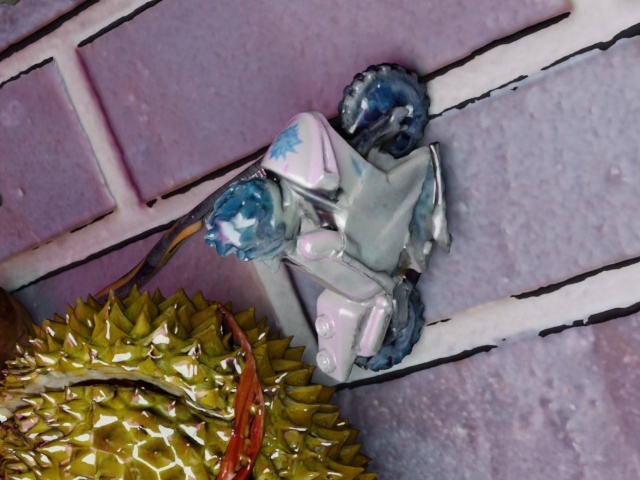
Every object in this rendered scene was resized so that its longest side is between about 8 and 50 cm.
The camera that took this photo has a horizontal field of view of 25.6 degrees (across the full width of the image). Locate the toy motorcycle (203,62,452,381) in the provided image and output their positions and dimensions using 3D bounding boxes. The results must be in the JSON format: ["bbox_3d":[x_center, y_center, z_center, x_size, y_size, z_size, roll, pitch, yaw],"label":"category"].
[{"bbox_3d":[-0.004,-0.001,1.046,0.108,0.204,0.239,0,102,54],"label":"toy motorcycle"}]

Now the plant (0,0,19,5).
[{"bbox_3d":[-0.329,-0.330,1.164,0.213,0.215,0.312,-19,97,37],"label":"plant"}]

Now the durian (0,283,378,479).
[{"bbox_3d":[-0.107,0.213,1.105,0.347,0.347,0.384,-3,118,38],"label":"durian"}]

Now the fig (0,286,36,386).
[{"bbox_3d":[-0.351,0.108,1.414,0.143,0.231,0.160,-13,102,-5],"label":"fig"}]

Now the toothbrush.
[{"bbox_3d":[-0.129,0.001,1.254,0.321,0.023,0.031,-34,82,39],"label":"toothbrush"}]
